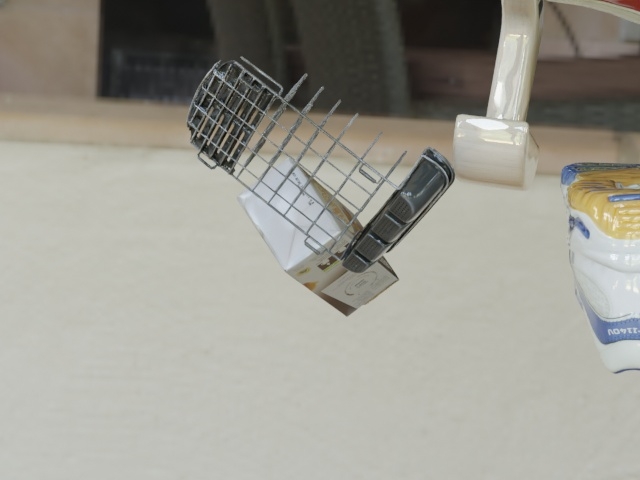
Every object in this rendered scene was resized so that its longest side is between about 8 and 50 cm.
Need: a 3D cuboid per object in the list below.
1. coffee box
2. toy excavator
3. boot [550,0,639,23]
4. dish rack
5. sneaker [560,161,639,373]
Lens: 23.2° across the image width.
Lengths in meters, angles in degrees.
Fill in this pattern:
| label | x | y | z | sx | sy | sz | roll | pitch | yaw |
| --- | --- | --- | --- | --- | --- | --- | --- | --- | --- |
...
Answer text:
| label | x | y | z | sx | sy | sz | roll | pitch | yaw |
| --- | --- | --- | --- | --- | --- | --- | --- | --- | --- |
| coffee box | 0.000 | 0.000 | 2.179 | 0.098 | 0.141 | 0.246 | -37 | -27 | 7 |
| toy excavator | 0.222 | -0.330 | 1.656 | 0.222 | 0.433 | 0.445 | 8 | -30 | 16 |
| boot | 0.313 | -0.263 | 1.433 | 0.244 | 0.088 | 0.176 | 5 | -9 | -10 |
| dish rack | -0.013 | -0.088 | 1.649 | 0.271 | 0.074 | 0.208 | 37 | -32 | 0 |
| sneaker | 0.221 | 0.014 | 1.108 | 0.112 | 0.131 | 0.296 | 0 | 9 | 18 |
